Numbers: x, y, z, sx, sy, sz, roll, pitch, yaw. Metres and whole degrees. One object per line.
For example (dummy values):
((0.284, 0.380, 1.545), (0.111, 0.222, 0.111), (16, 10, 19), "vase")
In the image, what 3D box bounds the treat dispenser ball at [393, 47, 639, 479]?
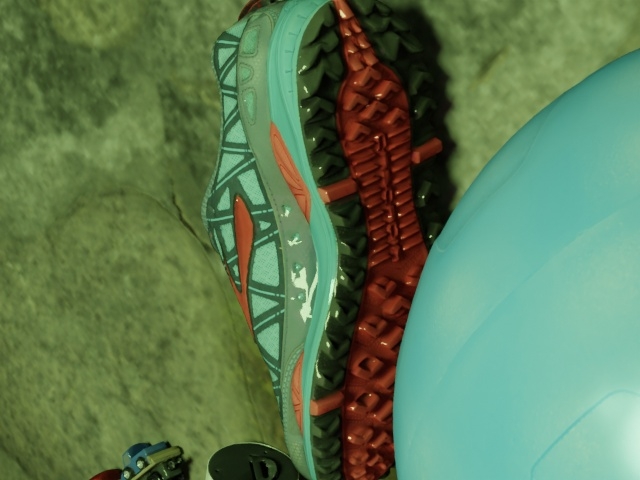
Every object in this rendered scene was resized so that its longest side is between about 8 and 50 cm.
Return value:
((0.170, 0.063, 0.547), (0.288, 0.288, 0.288), (15, 117, 31), "treat dispenser ball")

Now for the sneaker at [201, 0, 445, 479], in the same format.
((0.000, 0.000, 0.791), (0.125, 0.104, 0.261), (18, 116, 50), "sneaker")

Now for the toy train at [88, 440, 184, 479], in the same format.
((-0.136, 0.166, 0.991), (0.158, 0.027, 0.036), (-38, 74, 41), "toy train")

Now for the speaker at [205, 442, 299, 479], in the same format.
((-0.047, 0.188, 0.915), (0.055, 0.055, 0.136), (25, 123, 26), "speaker")
